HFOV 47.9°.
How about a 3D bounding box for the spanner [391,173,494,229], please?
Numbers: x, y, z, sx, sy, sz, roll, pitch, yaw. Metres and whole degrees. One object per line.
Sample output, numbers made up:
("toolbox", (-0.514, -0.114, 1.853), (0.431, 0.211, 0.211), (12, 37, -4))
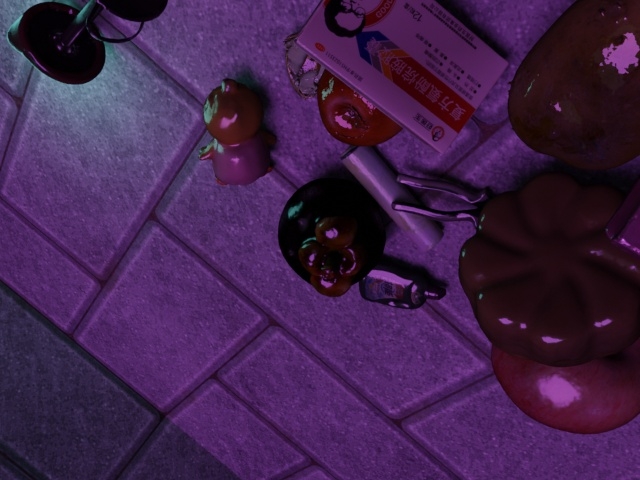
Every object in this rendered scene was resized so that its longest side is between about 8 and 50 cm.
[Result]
("spanner", (0.320, -0.075, 1.590), (0.325, 0.040, 0.095), (12, 106, 10))

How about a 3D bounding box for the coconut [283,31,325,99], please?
("coconut", (-0.021, -0.393, 1.554), (0.133, 0.055, 0.158), (46, 135, -9))

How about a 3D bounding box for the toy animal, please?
("toy animal", (-0.202, -0.256, 1.713), (0.195, 0.169, 0.281), (-13, 123, -10))

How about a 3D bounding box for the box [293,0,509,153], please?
("box", (0.152, -0.348, 1.337), (0.353, 0.069, 0.214), (34, 94, -13))

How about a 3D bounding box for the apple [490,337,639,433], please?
("apple", (0.557, 0.250, 1.557), (0.345, 0.345, 0.269), (33, 130, 4))

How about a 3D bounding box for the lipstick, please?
("lipstick", (0.167, -0.105, 1.671), (0.304, 0.076, 0.076), (47, 136, -12))

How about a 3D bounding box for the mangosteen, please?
("mangosteen", (0.026, 0.002, 1.688), (0.275, 0.302, 0.275), (0, 122, 0))

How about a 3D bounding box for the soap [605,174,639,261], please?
("soap", (0.662, -0.096, 1.185), (0.233, 0.128, 0.359), (31, 97, 6))

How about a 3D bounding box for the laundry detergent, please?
("laundry detergent", (0.211, 0.122, 1.841), (0.222, 0.078, 0.144), (14, 134, 20))

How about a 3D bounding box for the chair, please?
("chair", (-0.549, -0.516, 1.671), (0.401, 0.226, 0.226), (-22, 113, 44))

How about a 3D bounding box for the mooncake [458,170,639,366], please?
("mooncake", (0.455, 0.053, 1.396), (0.378, 0.378, 0.201), (15, 166, 21))

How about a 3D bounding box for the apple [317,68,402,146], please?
("apple", (0.092, -0.293, 1.482), (0.210, 0.173, 0.235), (34, 138, 4))

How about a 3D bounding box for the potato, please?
("potato", (0.477, -0.265, 1.196), (0.270, 0.219, 0.359), (26, 149, -1))
